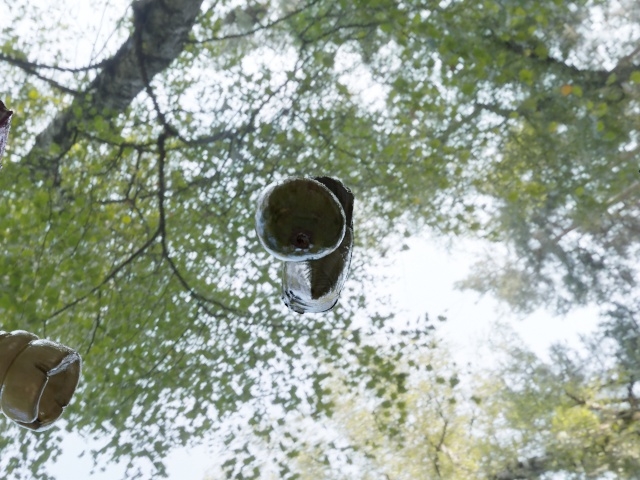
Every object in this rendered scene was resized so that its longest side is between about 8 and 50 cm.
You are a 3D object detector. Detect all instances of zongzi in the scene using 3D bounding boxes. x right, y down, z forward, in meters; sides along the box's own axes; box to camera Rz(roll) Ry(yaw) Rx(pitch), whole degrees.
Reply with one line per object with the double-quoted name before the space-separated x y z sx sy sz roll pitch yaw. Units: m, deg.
"zongzi" 0.000 0.000 1.377 0.134 0.288 0.286 8 -98 0

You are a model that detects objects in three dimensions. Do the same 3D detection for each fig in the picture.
"fig" -0.044 -0.062 1.237 0.151 0.151 0.259 24 -160 -18

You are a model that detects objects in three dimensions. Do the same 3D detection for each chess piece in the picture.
"chess piece" -0.204 0.067 0.418 0.122 0.066 0.066 22 -131 11

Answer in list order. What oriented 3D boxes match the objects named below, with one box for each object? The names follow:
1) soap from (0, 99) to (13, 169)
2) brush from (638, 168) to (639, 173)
"soap" -0.392 0.031 0.542 0.128 0.360 0.233 39 -144 6
"brush" 0.547 -0.030 1.024 0.218 0.082 0.010 68 -172 22
